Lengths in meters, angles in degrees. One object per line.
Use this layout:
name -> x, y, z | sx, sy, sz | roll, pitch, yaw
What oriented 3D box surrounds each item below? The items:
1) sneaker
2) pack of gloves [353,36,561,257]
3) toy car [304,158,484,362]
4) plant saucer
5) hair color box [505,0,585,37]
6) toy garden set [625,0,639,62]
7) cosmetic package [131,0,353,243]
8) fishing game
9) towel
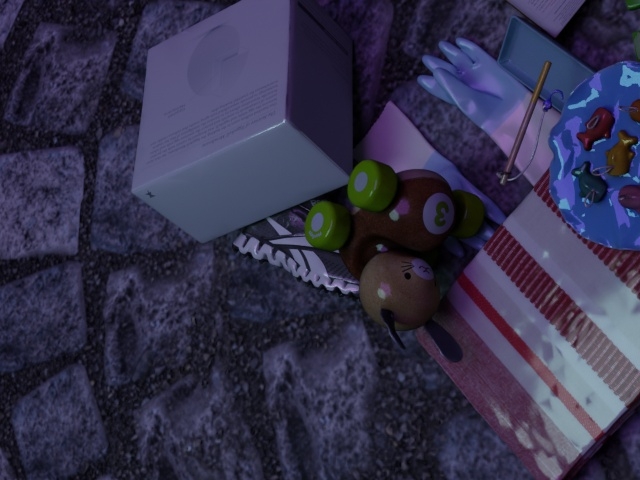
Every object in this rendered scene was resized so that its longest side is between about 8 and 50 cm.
sneaker -> 0.000, 0.000, 1.388 | 0.234, 0.078, 0.106 | 22, 95, 36
pack of gloves -> 0.151, -0.109, 1.332 | 0.195, 0.046, 0.232 | -52, 58, 13
toy car -> 0.091, 0.035, 1.235 | 0.149, 0.155, 0.188 | -42, 46, 36
plant saucer -> 0.266, -0.165, 1.265 | 0.192, 0.018, 0.067 | 45, 142, 30
hair color box -> 0.216, -0.288, 1.279 | 0.141, 0.043, 0.072 | 37, 103, -9
toy garden set -> 0.416, -0.173, 1.156 | 0.204, 0.049, 0.244 | -13, 81, 31
cosmetic package -> -0.087, -0.149, 1.404 | 0.224, 0.138, 0.225 | -21, 48, 29
fishing game -> 0.296, -0.083, 1.147 | 0.264, 0.041, 0.189 | 33, 108, 36
towel -> 0.262, 0.059, 1.206 | 0.329, 0.037, 0.237 | -53, 58, 22
